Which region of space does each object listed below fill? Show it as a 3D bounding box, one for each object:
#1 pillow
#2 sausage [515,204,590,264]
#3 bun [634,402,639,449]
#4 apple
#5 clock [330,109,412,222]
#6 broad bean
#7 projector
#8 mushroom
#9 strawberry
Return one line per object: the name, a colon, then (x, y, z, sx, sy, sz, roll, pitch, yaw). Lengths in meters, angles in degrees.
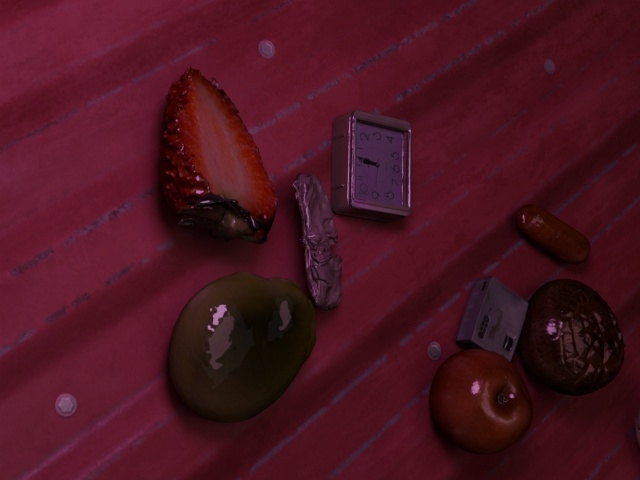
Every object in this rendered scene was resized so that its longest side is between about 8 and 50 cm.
pillow: (0.000, 0.000, 1.819, 0.135, 0.049, 0.248, 11, 68, -69)
sausage: (0.495, -0.013, 2.170, 0.197, 0.076, 0.076, 31, 66, -26)
bun: (0.773, 0.406, 2.243, 0.229, 0.145, 0.229, 3, 90, -66)
apple: (0.311, 0.306, 1.937, 0.201, 0.162, 0.201, 5, 80, -33)
clock: (0.097, -0.140, 1.933, 0.147, 0.071, 0.192, 9, 77, -32)
broad bean: (-0.128, 0.169, 1.701, 0.291, 0.119, 0.238, -42, 113, -29)
projector: (0.344, 0.163, 2.046, 0.115, 0.061, 0.147, 34, 65, -23)
mushroom: (0.522, 0.198, 2.106, 0.253, 0.153, 0.253, 15, 63, -32)
strawberry: (-0.193, -0.131, 1.728, 0.233, 0.138, 0.306, 25, 41, -47)
